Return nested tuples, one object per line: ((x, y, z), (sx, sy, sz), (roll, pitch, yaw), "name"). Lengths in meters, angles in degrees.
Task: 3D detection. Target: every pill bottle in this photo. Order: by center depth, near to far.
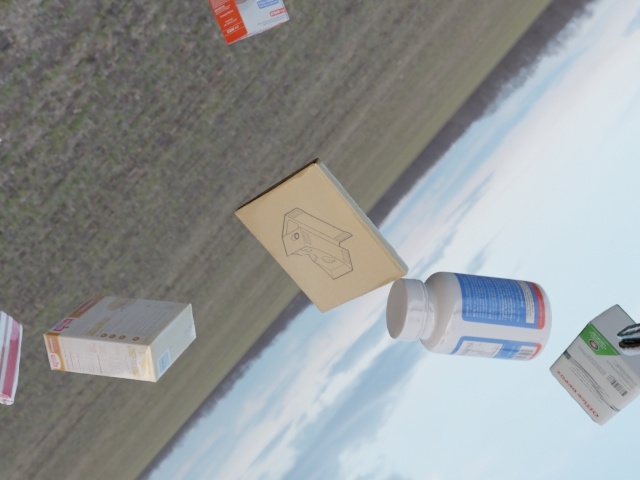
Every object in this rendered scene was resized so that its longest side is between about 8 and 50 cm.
((0.217, 0.110, 1.159), (0.124, 0.221, 0.124), (-172, -90, -76), "pill bottle")

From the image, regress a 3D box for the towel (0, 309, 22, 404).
((-0.520, 0.143, 1.143), (0.029, 0.197, 0.144), (-25, -133, 18), "towel")

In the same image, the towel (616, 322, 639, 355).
((0.455, 0.031, 0.637), (0.370, 0.040, 0.271), (-15, 168, 5), "towel")

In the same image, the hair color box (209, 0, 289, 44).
((-0.119, -0.372, 1.094), (0.053, 0.167, 0.093), (-11, -163, 45), "hair color box")

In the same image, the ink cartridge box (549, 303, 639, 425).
((0.551, 0.242, 1.495), (0.087, 0.153, 0.208), (-28, 156, -24), "ink cartridge box")

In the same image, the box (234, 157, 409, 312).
((0.000, 0.000, 1.078), (0.164, 0.201, 0.021), (-28, -160, 36), "box")

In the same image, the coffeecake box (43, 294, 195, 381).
((-0.316, 0.152, 1.242), (0.142, 0.185, 0.068), (-53, 143, -61), "coffeecake box")
